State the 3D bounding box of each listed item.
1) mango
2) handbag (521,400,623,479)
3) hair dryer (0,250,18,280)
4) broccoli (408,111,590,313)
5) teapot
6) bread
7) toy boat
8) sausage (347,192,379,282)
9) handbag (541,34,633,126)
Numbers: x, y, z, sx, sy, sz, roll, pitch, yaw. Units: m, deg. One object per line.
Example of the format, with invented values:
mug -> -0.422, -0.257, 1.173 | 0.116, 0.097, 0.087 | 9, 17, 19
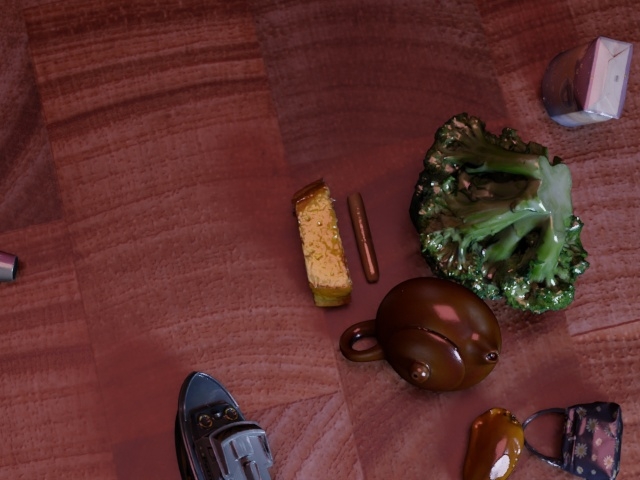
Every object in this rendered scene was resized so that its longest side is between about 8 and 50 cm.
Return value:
mango -> 0.236, 0.293, 1.912 | 0.077, 0.063, 0.127 | 17, 82, 46
handbag -> 0.344, 0.274, 1.914 | 0.139, 0.072, 0.115 | 7, 81, 8
hair dryer -> -0.497, 0.082, 1.972 | 0.106, 0.054, 0.154 | 14, 87, -2
broccoli -> 0.256, -0.042, 1.905 | 0.265, 0.245, 0.294 | -39, 104, -27
teapot -> 0.133, 0.141, 1.891 | 0.252, 0.178, 0.135 | -4, 32, 30
bread -> 0.000, 0.000, 1.958 | 0.065, 0.103, 0.187 | -10, 82, 0
toy boat -> -0.122, 0.314, 1.873 | 0.114, 0.122, 0.296 | -11, 76, -40
sausage -> 0.062, -0.004, 1.998 | 0.024, 0.024, 0.132 | -12, 76, -3
handbag -> 0.382, -0.223, 1.985 | 0.095, 0.173, 0.117 | 14, 87, -12
